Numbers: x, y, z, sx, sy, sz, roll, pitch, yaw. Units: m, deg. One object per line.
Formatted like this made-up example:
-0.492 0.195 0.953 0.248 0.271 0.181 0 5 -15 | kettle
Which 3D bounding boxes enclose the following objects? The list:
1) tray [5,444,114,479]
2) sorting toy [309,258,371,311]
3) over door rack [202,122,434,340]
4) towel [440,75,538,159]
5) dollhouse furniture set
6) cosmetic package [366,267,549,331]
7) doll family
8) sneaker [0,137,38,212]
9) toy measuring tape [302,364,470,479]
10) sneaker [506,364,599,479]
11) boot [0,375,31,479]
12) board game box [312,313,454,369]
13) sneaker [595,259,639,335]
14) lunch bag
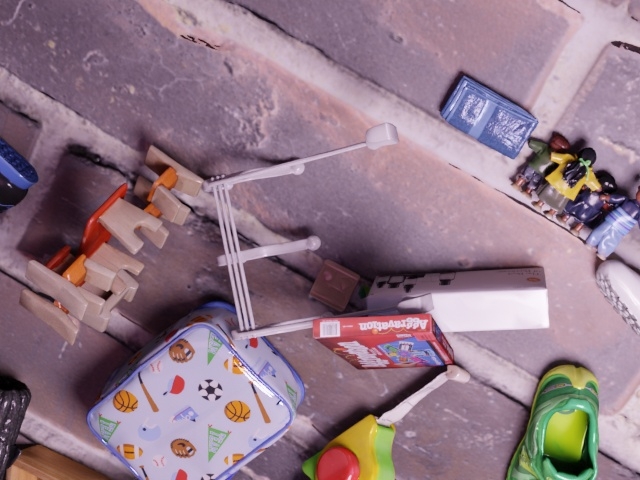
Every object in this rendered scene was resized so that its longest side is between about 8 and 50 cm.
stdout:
-0.326 0.483 1.417 0.411 0.076 0.202 15 103 31 | tray
0.033 0.071 1.331 0.083 0.012 0.062 27 106 6 | sorting toy
0.000 0.000 1.222 0.324 0.108 0.239 -13 89 36 | over door rack
0.223 -0.161 1.210 0.119 0.029 0.067 30 111 1 | towel
-0.314 0.014 1.270 0.135 0.262 0.259 36 142 1 | dollhouse furniture set
0.189 0.081 1.258 0.239 0.099 0.060 -4 107 12 | cosmetic package
0.348 -0.063 1.196 0.193 0.076 0.111 36 106 -7 | doll family
-0.526 -0.139 1.342 0.090 0.081 0.232 -41 97 13 | sneaker
0.097 0.312 1.337 0.330 0.121 0.121 -38 97 20 | toy measuring tape
0.325 0.322 1.292 0.109 0.123 0.295 7 109 9 | sneaker
-0.586 0.329 1.468 0.348 0.131 0.260 4 85 42 | boot
0.092 0.138 1.215 0.145 0.281 0.027 -3 74 13 | board game box
0.466 0.101 1.224 0.095 0.090 0.235 -44 99 8 | sneaker
-0.187 0.255 1.383 0.303 0.115 0.243 -39 102 21 | lunch bag
